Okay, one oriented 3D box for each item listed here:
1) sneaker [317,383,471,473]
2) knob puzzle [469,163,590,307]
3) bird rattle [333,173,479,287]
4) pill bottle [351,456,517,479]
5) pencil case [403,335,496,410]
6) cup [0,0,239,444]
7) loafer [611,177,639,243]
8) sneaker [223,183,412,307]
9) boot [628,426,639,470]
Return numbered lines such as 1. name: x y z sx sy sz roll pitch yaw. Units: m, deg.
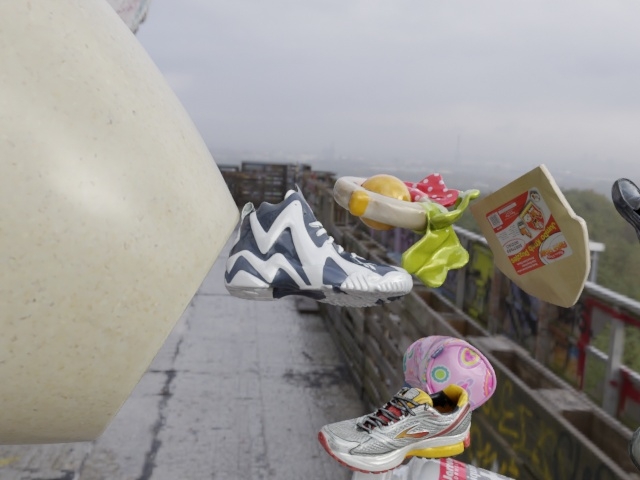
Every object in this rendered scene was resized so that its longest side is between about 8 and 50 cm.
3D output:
1. sneaker: 0.098 0.233 0.919 0.225 0.093 0.088 -4 20 -28
2. knob puzzle: 0.315 0.004 1.013 0.030 0.213 0.213 -24 21 -28
3. bird rattle: 0.120 -0.057 1.017 0.207 0.143 0.253 16 22 -12
4. pill bottle: 0.190 0.396 0.971 0.318 0.176 0.176 17 10 6
5. pencil case: 0.216 0.231 1.248 0.124 0.124 0.284 3 -5 0
6. cup: -0.193 -0.010 0.437 0.237 0.331 0.331 33 4 -9
7. loafer: 0.693 -0.061 1.512 0.076 0.078 0.223 -2 47 -10
8. sneaker: 0.000 0.000 0.905 0.235 0.153 0.094 1 -19 8
9. boot: 0.388 0.230 0.604 0.246 0.083 0.161 36 -3 29
